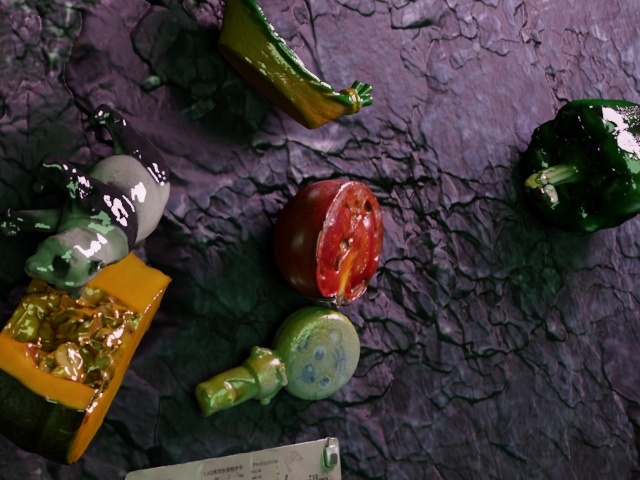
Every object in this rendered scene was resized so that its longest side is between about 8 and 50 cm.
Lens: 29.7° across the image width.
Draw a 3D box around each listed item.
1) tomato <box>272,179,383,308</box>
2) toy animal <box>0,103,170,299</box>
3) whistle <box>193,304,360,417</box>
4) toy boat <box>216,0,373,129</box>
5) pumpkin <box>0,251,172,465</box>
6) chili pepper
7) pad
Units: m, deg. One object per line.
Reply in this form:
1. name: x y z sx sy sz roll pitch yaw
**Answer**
1. tomato: 0.000 0.000 1.320 0.159 0.091 0.139 12 89 -60
2. toy animal: -0.217 -0.031 1.135 0.121 0.094 0.225 39 27 -8
3. whistle: -0.047 0.137 1.303 0.198 0.057 0.104 -21 113 -25
4. toy boat: -0.041 -0.204 1.304 0.229 0.089 0.088 41 80 -20
5. pumpkin: -0.241 0.101 1.132 0.131 0.126 0.248 24 36 3
6. chili pepper: 0.334 -0.093 1.494 0.261 0.174 0.165 -1 83 -39
7. pad: -0.082 0.307 1.288 0.265 0.009 0.160 -4 89 -33
